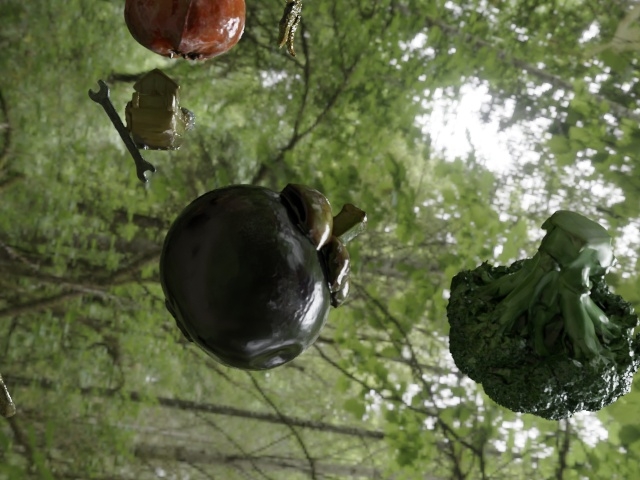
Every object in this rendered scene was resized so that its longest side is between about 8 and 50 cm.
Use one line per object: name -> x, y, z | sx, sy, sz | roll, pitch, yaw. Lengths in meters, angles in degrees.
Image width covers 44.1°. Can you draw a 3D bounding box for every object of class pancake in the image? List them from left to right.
pancake -> -0.584, 0.200, 1.362 | 0.235, 0.029, 0.212 | 35, -41, 40

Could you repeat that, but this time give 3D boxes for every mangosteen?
mangosteen -> -0.069, 0.034, 1.097 | 0.275, 0.302, 0.275 | 60, -8, 14

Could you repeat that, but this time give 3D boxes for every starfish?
starfish -> -0.062, -0.435, 1.395 | 0.176, 0.053, 0.208 | 70, 12, -79

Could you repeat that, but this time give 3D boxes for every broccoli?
broccoli -> 0.286, 0.089, 1.000 | 0.270, 0.270, 0.270 | -108, -158, -56

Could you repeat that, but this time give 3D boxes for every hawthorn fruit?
hawthorn fruit -> -0.268, -0.497, 1.577 | 0.242, 0.242, 0.271 | -159, -107, -71

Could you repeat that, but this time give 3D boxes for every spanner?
spanner -> -0.456, -0.250, 1.824 | 0.054, 0.254, 0.015 | -25, -168, 15

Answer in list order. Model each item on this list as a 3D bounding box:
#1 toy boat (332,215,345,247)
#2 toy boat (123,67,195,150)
toy boat -> 0.000, 0.000, 1.652 | 0.188, 0.061, 0.116 | -164, -90, -75
toy boat -> -0.325, -0.264, 1.614 | 0.445, 0.136, 0.162 | -137, -129, -79
